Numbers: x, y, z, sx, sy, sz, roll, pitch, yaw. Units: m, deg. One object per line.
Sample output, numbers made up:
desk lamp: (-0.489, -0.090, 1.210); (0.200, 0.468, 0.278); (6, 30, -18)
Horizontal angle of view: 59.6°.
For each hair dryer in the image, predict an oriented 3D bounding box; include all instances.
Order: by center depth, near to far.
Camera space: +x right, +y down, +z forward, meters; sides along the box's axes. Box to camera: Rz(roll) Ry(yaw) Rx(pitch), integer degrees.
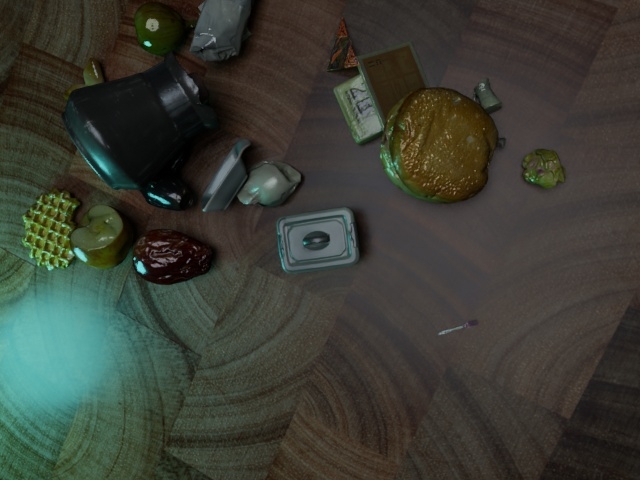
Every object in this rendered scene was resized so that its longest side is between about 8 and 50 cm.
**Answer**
hair dryer: (-0.449, -0.280, 1.695); (0.304, 0.120, 0.359); (31, 89, 26)

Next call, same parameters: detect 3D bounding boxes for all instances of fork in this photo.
fork: (0.374, 0.238, 1.519); (0.115, 0.012, 0.016); (-22, 82, 19)

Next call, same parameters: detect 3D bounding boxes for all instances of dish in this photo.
dish: (-0.258, -0.184, 1.617); (0.064, 0.154, 0.234); (30, 103, -21)

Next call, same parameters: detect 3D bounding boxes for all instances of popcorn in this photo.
popcorn: (0.570, -0.183, 1.412); (0.089, 0.109, 0.097); (-7, 129, -14)

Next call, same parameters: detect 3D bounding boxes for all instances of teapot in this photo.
teapot: (0.432, -0.376, 1.464); (0.067, 0.057, 0.083); (-27, 78, 43)
teapot: (-0.486, -0.347, 1.554); (0.362, 0.376, 0.305); (-32, 125, -6)

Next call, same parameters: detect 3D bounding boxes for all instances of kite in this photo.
kite: (0.051, -0.515, 1.553); (0.125, 0.008, 0.222); (-46, 44, 41)

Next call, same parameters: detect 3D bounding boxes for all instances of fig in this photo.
fig: (-0.457, -0.639, 1.655); (0.186, 0.148, 0.142); (-22, 68, -23)

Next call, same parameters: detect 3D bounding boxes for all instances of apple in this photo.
apple: (-0.668, -0.008, 1.705); (0.173, 0.160, 0.195); (24, 56, -3)

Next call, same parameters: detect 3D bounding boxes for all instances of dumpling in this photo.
dumpling: (-0.156, -0.171, 1.609); (0.176, 0.092, 0.150); (-35, 67, 22)

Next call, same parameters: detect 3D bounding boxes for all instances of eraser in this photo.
eraser: (0.121, -0.365, 1.540); (0.117, 0.058, 0.172); (-23, 86, 15)

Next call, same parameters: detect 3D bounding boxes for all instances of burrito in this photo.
burrito: (-0.243, -0.717, 1.587); (0.139, 0.101, 0.445); (18, 87, 6)

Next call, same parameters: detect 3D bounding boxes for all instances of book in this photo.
book: (0.211, -0.405, 1.504); (0.170, 0.018, 0.241); (-20, 86, -11)

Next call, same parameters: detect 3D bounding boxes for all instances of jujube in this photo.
jujube: (-0.436, 0.050, 1.661); (0.236, 0.168, 0.168); (3, 93, 0)

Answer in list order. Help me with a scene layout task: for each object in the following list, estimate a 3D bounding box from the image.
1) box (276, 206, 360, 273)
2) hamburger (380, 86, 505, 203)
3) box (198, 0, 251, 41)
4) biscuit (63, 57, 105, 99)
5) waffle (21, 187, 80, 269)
box: (0.000, 0.000, 1.548); (0.227, 0.130, 0.162); (-9, 89, 14)
hamburger: (0.308, -0.240, 1.416); (0.314, 0.170, 0.289); (16, 91, -14)
box: (-0.284, -0.652, 1.655); (0.090, 0.024, 0.167); (-34, 83, 13)
biscuit: (-0.696, -0.447, 1.759); (0.208, 0.047, 0.164); (46, 101, 9)
waffle: (-0.860, -0.031, 1.812); (0.249, 0.056, 0.253); (-35, 81, 14)
